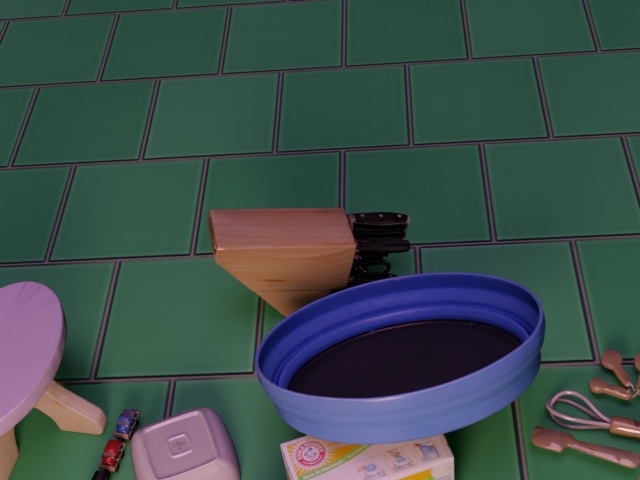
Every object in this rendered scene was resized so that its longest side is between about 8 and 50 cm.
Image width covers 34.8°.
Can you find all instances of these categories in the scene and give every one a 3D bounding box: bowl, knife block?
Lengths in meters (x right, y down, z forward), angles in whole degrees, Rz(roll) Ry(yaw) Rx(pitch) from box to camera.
[{"bbox_3d":[-0.189,0.294,1.403,0.142,0.053,0.142,-17,47,-11],"label":"bowl"},{"bbox_3d":[0.109,0.151,1.378,0.391,0.077,0.391,-12,17,4],"label":"bowl"},{"bbox_3d":[0.000,0.000,1.543,0.242,0.275,0.088,-34,43,16],"label":"knife block"}]

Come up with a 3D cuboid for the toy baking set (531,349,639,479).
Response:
[{"bbox_3d":[0.421,0.246,1.392,0.256,0.030,0.196,-32,47,-23],"label":"toy baking set"}]

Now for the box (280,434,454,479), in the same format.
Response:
[{"bbox_3d":[0.061,0.302,1.320,0.203,0.114,0.103,-17,45,-8],"label":"box"}]

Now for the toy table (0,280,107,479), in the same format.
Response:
[{"bbox_3d":[-0.441,0.209,1.442,0.252,0.161,0.274,13,48,19],"label":"toy table"}]

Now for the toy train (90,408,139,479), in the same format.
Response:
[{"bbox_3d":[-0.290,0.297,1.423,0.027,0.036,0.158,7,47,14],"label":"toy train"}]
